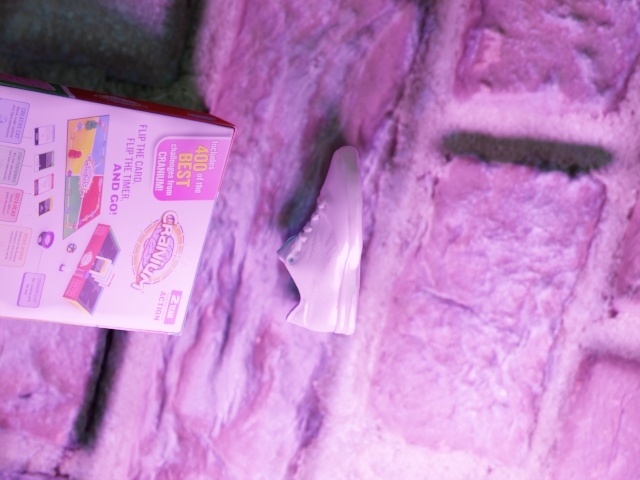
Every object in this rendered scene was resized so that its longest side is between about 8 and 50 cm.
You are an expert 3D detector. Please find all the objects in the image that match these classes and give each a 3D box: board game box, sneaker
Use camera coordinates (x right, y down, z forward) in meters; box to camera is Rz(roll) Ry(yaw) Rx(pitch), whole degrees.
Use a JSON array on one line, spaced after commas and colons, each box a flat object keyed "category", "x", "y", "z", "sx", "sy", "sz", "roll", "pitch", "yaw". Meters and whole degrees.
[{"category": "board game box", "x": -0.262, "y": -0.035, "z": 1.595, "sx": 0.316, "sy": 0.064, "sz": 0.242, "roll": 9, "pitch": 103, "yaw": -35}, {"category": "sneaker", "x": 0.000, "y": 0.000, "z": 1.702, "sx": 0.094, "sy": 0.080, "sz": 0.212, "roll": 5, "pitch": 104, "yaw": 3}]
